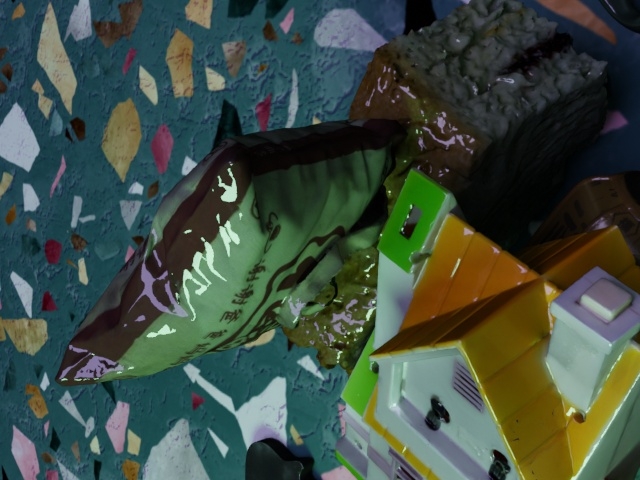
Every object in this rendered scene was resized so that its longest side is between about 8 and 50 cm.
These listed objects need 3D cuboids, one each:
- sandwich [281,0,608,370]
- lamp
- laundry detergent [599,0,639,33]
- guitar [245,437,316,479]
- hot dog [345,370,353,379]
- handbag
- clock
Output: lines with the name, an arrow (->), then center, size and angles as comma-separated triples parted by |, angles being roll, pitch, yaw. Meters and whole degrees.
sandwich -> 0.116, -0.054, 0.794 | 0.131, 0.262, 0.325 | 42, 120, 24
lamp -> 0.248, 0.042, 0.760 | 0.161, 0.161, 0.185 | 47, 126, 28
laundry detergent -> 0.295, -0.238, 0.747 | 0.144, 0.078, 0.221 | -29, 77, 41
guitar -> -0.004, 0.305, 1.085 | 0.233, 0.025, 0.088 | 6, 96, 41
hot dog -> 0.078, 0.211, 0.975 | 0.068, 0.083, 0.289 | -13, 85, 22
handbag -> -0.045, 0.006, 0.611 | 0.127, 0.235, 0.213 | 47, 121, 19
clock -> 0.138, 0.106, 0.644 | 0.235, 0.166, 0.309 | 40, 148, 33
